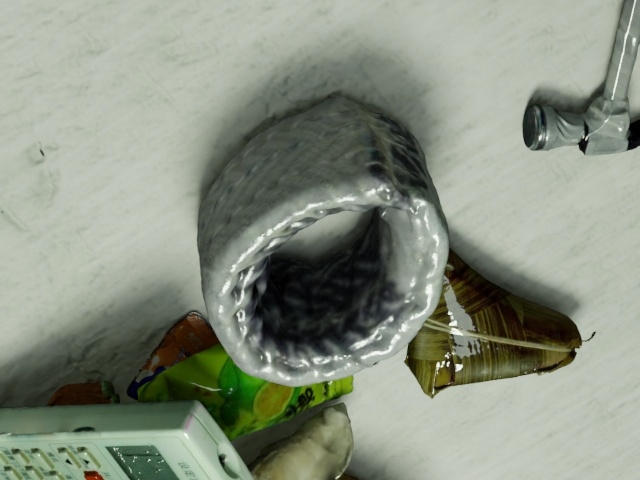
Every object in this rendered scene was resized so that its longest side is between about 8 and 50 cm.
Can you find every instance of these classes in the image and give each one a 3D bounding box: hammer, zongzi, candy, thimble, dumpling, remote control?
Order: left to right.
[{"bbox_3d":[-0.234,0.219,1.593,0.344,0.050,0.145,-7,132,30],"label":"remote control"},{"bbox_3d":[-0.095,0.302,1.693,0.086,0.166,0.332,35,114,-30],"label":"dumpling"},{"bbox_3d":[-0.074,0.145,1.643,0.246,0.069,0.149,-20,136,-17],"label":"candy"},{"bbox_3d":[0.000,0.000,1.509,0.217,0.157,0.245,24,118,-26],"label":"thimble"},{"bbox_3d":[0.182,0.056,1.637,0.187,0.084,0.184,-7,114,-15],"label":"zongzi"},{"bbox_3d":[0.284,-0.260,1.447,0.152,0.044,0.427,-2,125,-10],"label":"hammer"}]

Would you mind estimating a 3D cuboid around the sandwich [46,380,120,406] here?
[{"bbox_3d":[-0.250,0.178,1.670,0.069,0.026,0.101,32,111,-23],"label":"sandwich"}]

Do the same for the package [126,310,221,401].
[{"bbox_3d":[-0.141,0.129,1.650,0.077,0.033,0.110,41,88,-15],"label":"package"}]

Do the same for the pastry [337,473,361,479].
[{"bbox_3d":[0.035,0.335,1.736,0.189,0.188,0.103,34,106,-29],"label":"pastry"}]
